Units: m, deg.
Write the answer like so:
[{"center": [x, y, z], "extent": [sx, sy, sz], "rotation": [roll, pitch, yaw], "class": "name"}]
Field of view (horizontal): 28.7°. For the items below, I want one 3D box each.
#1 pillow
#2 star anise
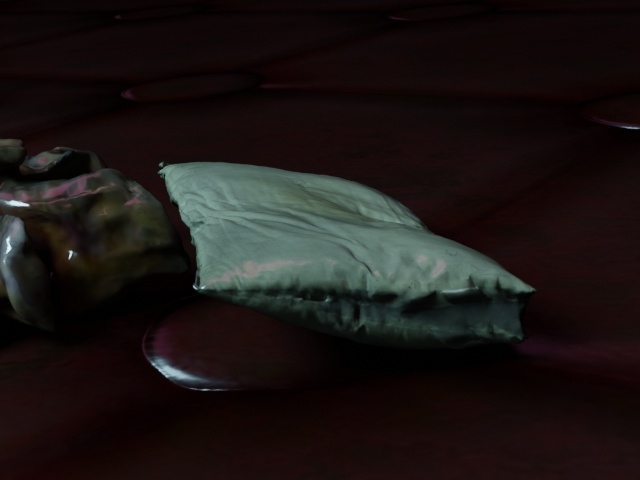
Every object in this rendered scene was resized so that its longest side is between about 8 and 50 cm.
[{"center": [0.000, 0.000, 0.618], "extent": [0.148, 0.050, 0.230], "rotation": [12, 10, -14], "class": "pillow"}, {"center": [-0.193, -0.011, 0.658], "extent": [0.220, 0.099, 0.214], "rotation": [-17, 30, -34], "class": "star anise"}]
